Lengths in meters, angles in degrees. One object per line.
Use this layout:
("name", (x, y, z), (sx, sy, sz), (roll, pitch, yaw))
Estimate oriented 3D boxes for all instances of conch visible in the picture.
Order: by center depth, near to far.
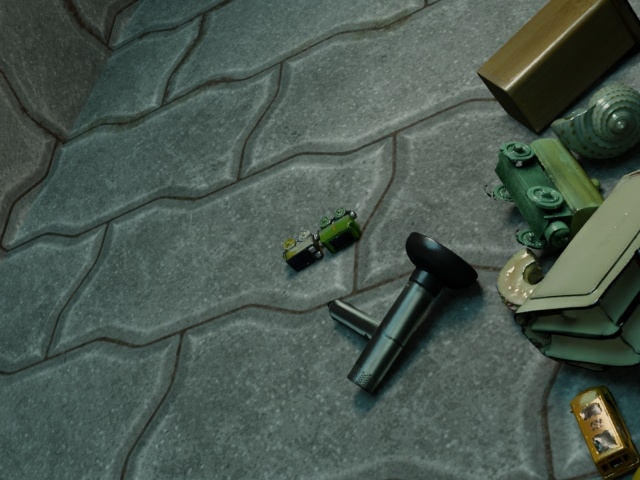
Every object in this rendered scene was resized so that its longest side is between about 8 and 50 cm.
("conch", (0.559, -0.225, 2.037), (0.172, 0.131, 0.200), (-36, -3, 8))

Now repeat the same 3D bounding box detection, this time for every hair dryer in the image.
("hair dryer", (0.116, 0.110, 2.077), (0.320, 0.155, 0.284), (-50, 45, 2))

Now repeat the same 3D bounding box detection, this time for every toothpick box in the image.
("toothpick box", (0.514, -0.401, 2.230), (0.308, 0.187, 0.190), (-44, 36, 3))

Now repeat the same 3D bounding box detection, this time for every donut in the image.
("donut", (0.386, 0.093, 1.906), (0.108, 0.065, 0.166), (-37, 36, 4))

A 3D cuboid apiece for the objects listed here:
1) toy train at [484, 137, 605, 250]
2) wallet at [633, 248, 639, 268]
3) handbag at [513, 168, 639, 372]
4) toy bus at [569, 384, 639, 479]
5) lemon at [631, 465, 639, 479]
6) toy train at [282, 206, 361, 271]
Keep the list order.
("toy train", (0.445, -0.087, 2.011), (0.189, 0.126, 0.307), (3, 34, -15))
("wallet", (0.610, 0.044, 1.616), (0.255, 0.137, 0.031), (-15, -16, -28))
("handbag", (0.511, 0.039, 1.736), (0.358, 0.160, 0.236), (-48, 19, -21))
("toy bus", (0.441, 0.292, 1.631), (0.069, 0.074, 0.162), (-31, 37, 16))
("lemon", (0.509, 0.363, 1.408), (0.173, 0.173, 0.206), (-30, 23, 16))
("toy train", (0.000, 0.000, 2.376), (0.202, 0.060, 0.081), (-32, 42, 16))
